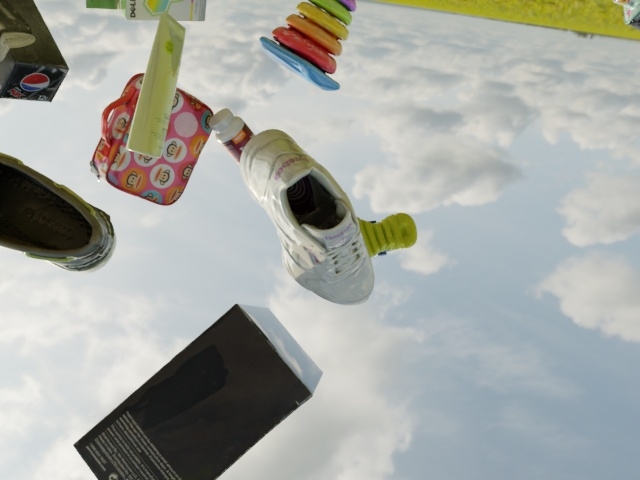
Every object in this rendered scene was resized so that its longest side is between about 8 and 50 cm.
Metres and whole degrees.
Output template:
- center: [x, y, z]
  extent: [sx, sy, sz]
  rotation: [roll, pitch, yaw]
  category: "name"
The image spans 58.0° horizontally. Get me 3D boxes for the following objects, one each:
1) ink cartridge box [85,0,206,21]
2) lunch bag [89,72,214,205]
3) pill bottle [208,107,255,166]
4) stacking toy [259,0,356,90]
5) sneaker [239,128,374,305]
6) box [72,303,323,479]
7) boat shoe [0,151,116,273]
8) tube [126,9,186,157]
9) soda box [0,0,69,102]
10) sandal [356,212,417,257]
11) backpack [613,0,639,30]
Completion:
- center: [-0.314, -0.465, 1.055]
  extent: [0.209, 0.109, 0.062]
  rotation: [-11, -138, -31]
  category: "ink cartridge box"
- center: [-0.422, -0.249, 1.418]
  extent: [0.120, 0.293, 0.258]
  rotation: [29, -176, 41]
  category: "lunch bag"
- center: [-0.213, -0.259, 1.474]
  extent: [0.086, 0.152, 0.086]
  rotation: [-23, -139, 22]
  category: "pill bottle"
- center: [0.017, -0.496, 1.247]
  extent: [0.166, 0.302, 0.175]
  rotation: [38, -166, 26]
  category: "stacking toy"
- center: [0.000, 0.000, 0.771]
  extent: [0.114, 0.305, 0.152]
  rotation: [-39, -144, -7]
  category: "sneaker"
- center: [-0.173, 0.274, 0.978]
  extent: [0.179, 0.312, 0.343]
  rotation: [50, 177, 7]
  category: "box"
- center: [-0.379, -0.055, 0.645]
  extent: [0.305, 0.109, 0.091]
  rotation: [25, 165, -10]
  category: "boat shoe"
- center: [-0.279, -0.265, 1.001]
  extent: [0.062, 0.240, 0.070]
  rotation: [12, -177, -32]
  category: "tube"
- center: [-0.327, -0.225, 0.594]
  extent: [0.060, 0.053, 0.169]
  rotation: [-12, -113, -55]
  category: "soda box"
- center: [0.109, 0.002, 1.543]
  extent: [0.317, 0.126, 0.138]
  rotation: [-1, 166, -36]
  category: "sandal"
- center: [0.583, -0.460, 0.953]
  extent: [0.144, 0.188, 0.166]
  rotation: [25, -122, -14]
  category: "backpack"
